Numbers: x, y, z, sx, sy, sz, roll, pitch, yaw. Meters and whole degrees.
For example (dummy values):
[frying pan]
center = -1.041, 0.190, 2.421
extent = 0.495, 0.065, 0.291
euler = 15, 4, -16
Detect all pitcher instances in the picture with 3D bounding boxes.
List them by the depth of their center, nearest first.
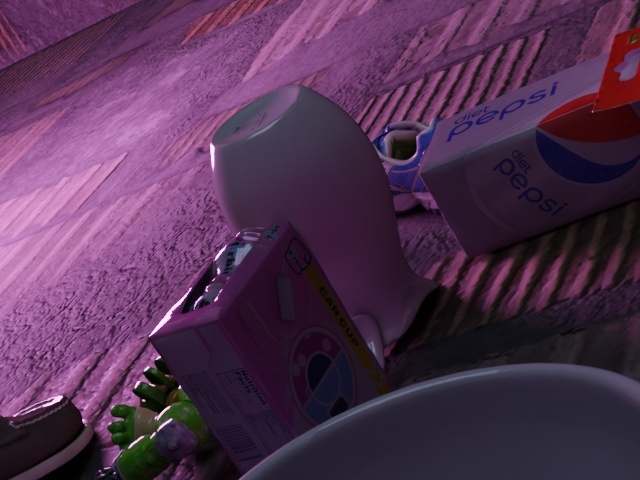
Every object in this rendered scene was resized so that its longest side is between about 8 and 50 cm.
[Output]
[pitcher]
center = 0.000, 0.000, 1.117
extent = 0.126, 0.207, 0.177
euler = -24, 22, 21

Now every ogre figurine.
[ogre figurine]
center = -0.086, 0.118, 1.140
extent = 0.197, 0.096, 0.118
euler = -25, -4, -30

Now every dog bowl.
[dog bowl]
center = 0.062, 0.172, 0.705
extent = 0.265, 0.104, 0.265
euler = -19, 21, 8

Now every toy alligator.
[toy alligator]
center = -0.101, 0.100, 1.254
extent = 0.190, 0.051, 0.056
euler = -42, 22, -28

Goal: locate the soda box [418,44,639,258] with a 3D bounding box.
[soda box]
center = 0.226, -0.088, 1.165
extent = 0.286, 0.091, 0.098
euler = -21, 23, 26

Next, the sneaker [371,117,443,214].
[sneaker]
center = 0.074, -0.073, 1.366
extent = 0.211, 0.081, 0.080
euler = -6, 38, 54

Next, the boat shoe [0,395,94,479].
[boat shoe]
center = -0.301, 0.181, 1.202
extent = 0.109, 0.091, 0.305
euler = -24, 2, 35

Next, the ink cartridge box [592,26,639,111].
[ink cartridge box]
center = 0.282, -0.167, 1.076
extent = 0.179, 0.045, 0.145
euler = -17, 25, 27

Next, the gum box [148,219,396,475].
[gum box]
center = -0.021, 0.090, 0.953
extent = 0.062, 0.188, 0.107
euler = -17, 24, 36
